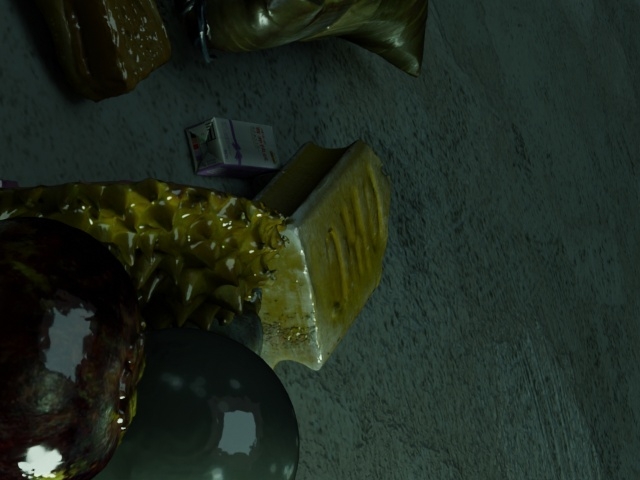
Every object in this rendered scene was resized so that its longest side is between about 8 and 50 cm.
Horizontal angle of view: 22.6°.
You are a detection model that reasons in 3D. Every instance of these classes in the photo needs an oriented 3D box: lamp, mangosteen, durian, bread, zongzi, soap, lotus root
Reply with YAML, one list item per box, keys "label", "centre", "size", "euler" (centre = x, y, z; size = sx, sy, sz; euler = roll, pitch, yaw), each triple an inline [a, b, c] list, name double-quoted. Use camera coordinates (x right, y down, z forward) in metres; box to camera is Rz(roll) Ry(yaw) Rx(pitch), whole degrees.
- label: "lamp"
  centre: [-0.114, 0.212, 1.242]
  size: [0.182, 0.182, 0.314]
  euler: [-58, 160, -56]
- label: "mangosteen"
  centre: [-0.225, 0.076, 1.047]
  size: [0.192, 0.217, 0.192]
  euler: [-172, -90, -88]
- label: "durian"
  centre: [-0.143, 0.017, 1.233]
  size: [0.341, 0.191, 0.112]
  euler: [18, 75, -61]
- label: "bread"
  centre: [-0.213, -0.257, 1.351]
  size: [0.271, 0.077, 0.139]
  euler: [66, 24, -19]
- label: "zongzi"
  centre: [0.007, -0.237, 1.669]
  size: [0.403, 0.208, 0.432]
  euler: [-68, 147, -43]
- label: "soap"
  centre: [0.000, 0.000, 1.589]
  size: [0.257, 0.080, 0.160]
  euler: [-52, 137, -57]
- label: "lotus root"
  centre: [-0.091, 0.093, 1.380]
  size: [0.088, 0.088, 0.165]
  euler: [66, 27, -16]

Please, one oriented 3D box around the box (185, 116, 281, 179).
- label: "box"
  centre: [-0.083, -0.088, 1.553]
  size: [0.117, 0.036, 0.051]
  euler: [5, 71, -63]
